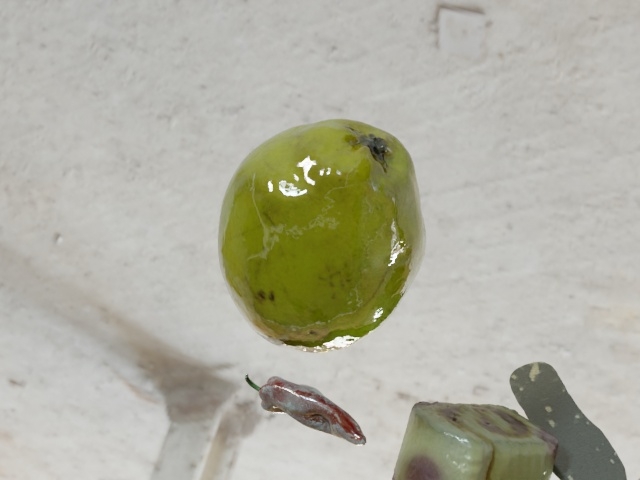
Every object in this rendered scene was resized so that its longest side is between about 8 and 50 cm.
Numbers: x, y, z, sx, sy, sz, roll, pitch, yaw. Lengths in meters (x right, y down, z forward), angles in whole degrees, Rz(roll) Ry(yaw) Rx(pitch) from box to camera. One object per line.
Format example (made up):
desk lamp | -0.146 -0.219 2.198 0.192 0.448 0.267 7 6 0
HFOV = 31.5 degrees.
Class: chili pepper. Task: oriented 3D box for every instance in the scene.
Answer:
chili pepper | -0.012 0.174 1.185 0.153 0.041 0.050 17 177 27

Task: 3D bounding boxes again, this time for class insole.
insole | 0.299 0.234 1.394 0.081 0.248 0.011 -22 127 -2

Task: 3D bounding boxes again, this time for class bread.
bread | 0.155 0.366 1.337 0.187 0.338 0.155 8 -173 -34

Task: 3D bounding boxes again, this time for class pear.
pear | 0.000 0.000 1.136 0.212 0.212 0.269 22 128 -6

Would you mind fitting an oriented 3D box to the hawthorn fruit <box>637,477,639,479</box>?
hawthorn fruit | 0.425 0.347 1.281 0.211 0.210 0.262 17 -178 2
